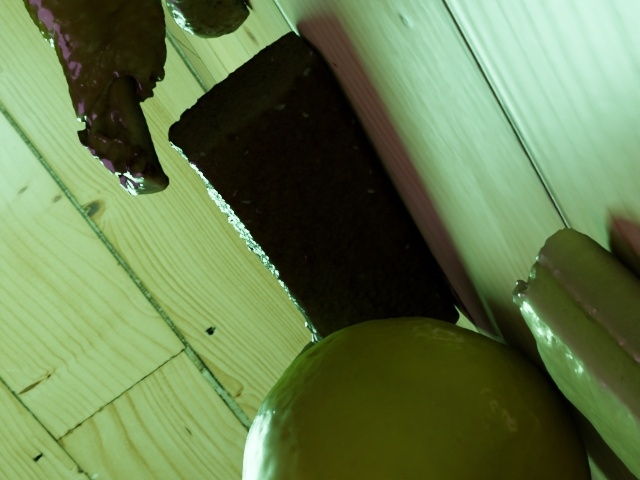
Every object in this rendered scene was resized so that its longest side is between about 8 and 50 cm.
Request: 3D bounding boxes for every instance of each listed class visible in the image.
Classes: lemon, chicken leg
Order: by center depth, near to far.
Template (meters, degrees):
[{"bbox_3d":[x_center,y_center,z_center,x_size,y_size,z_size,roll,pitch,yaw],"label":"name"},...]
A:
[{"bbox_3d":[0.090,0.232,0.983,0.348,0.348,0.348,54,177,4],"label":"lemon"},{"bbox_3d":[-0.205,-0.248,1.037,0.295,0.181,0.410,-87,-17,-86],"label":"chicken leg"}]

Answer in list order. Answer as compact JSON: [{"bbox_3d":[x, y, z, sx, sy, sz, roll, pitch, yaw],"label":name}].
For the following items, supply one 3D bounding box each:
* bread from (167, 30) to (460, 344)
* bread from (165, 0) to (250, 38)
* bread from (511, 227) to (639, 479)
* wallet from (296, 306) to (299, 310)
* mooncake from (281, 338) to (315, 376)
[{"bbox_3d":[0.005,-0.012,1.109,0.113,0.165,0.417,43,169,47],"label":"bread"},{"bbox_3d":[-0.134,-0.274,1.166,0.060,0.082,0.113,56,175,36],"label":"bread"},{"bbox_3d":[0.177,0.090,0.525,0.178,0.060,0.139,51,176,45],"label":"bread"},{"bbox_3d":[-0.026,-0.057,1.218,0.049,0.182,0.229,3,139,35],"label":"wallet"},{"bbox_3d":[0.092,0.235,1.379,0.284,0.284,0.156,51,174,50],"label":"mooncake"}]
